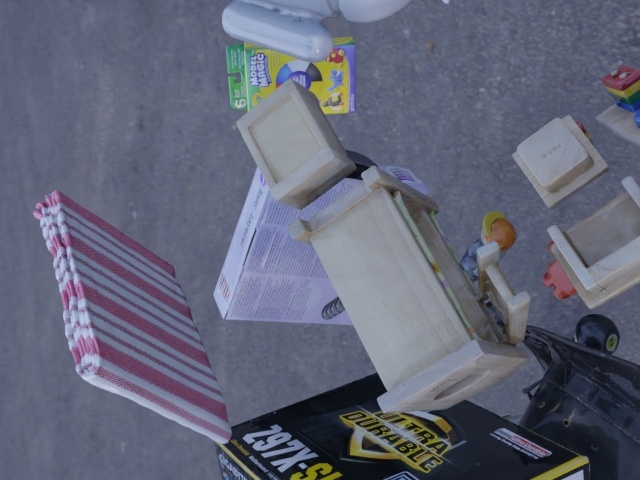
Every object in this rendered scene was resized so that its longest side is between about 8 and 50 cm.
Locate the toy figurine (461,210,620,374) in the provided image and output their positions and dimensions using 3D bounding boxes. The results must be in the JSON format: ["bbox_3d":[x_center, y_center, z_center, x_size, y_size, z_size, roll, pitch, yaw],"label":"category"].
[{"bbox_3d":[0.298,0.077,1.154,0.148,0.210,0.213,111,172,-60],"label":"toy figurine"}]

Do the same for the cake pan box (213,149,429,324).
[{"bbox_3d":[0.000,0.000,1.183,0.070,0.246,0.266,55,133,47],"label":"cake pan box"}]

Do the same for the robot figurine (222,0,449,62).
[{"bbox_3d":[-0.019,-0.348,0.884,0.354,0.200,0.299,15,108,12],"label":"robot figurine"}]

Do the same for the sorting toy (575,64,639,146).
[{"bbox_3d":[0.319,-0.149,0.721,0.274,0.132,0.046,-34,104,10],"label":"sorting toy"}]

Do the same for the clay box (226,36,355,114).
[{"bbox_3d":[-0.050,-0.284,1.457,0.053,0.222,0.127,-102,9,-58],"label":"clay box"}]

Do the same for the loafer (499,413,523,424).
[{"bbox_3d":[0.303,0.313,1.276,0.251,0.087,0.094,-17,72,25],"label":"loafer"}]

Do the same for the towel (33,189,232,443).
[{"bbox_3d":[-0.140,0.057,0.616,0.029,0.144,0.197,-39,46,10],"label":"towel"}]

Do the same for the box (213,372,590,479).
[{"bbox_3d":[0.067,0.240,0.855,0.322,0.257,0.079,17,120,61],"label":"box"}]

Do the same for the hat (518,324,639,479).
[{"bbox_3d":[0.301,0.222,0.893,0.134,0.331,0.331,-49,48,-6],"label":"hat"}]

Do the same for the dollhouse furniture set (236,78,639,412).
[{"bbox_3d":[0.076,-0.027,0.446,0.161,0.101,0.182,-35,67,18],"label":"dollhouse furniture set"}]
